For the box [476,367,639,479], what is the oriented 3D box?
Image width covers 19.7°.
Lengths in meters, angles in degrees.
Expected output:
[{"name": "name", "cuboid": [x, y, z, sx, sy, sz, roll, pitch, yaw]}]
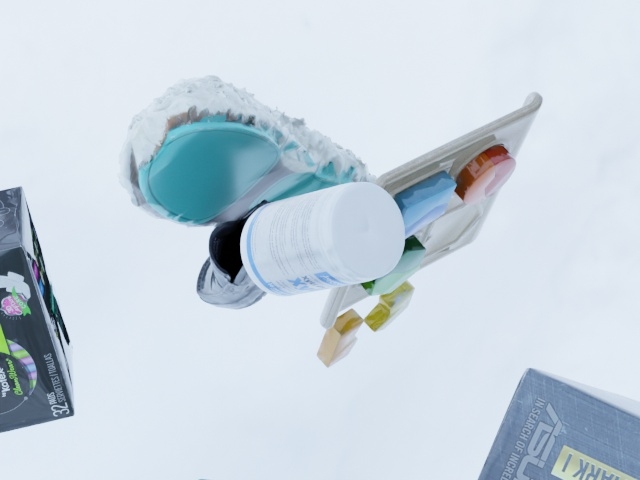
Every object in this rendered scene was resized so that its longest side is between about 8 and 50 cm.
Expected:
[{"name": "box", "cuboid": [0.174, 0.115, 0.624, 0.183, 0.233, 0.059, 23, 91, 28]}]

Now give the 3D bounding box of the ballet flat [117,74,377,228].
[{"name": "ballet flat", "cuboid": [-0.087, -0.082, 1.727, 0.147, 0.409, 0.147, -5, 78, 24]}]

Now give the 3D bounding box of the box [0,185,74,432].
[{"name": "box", "cuboid": [-0.138, 0.030, 0.739, 0.062, 0.083, 0.052, -13, 31, -1]}]

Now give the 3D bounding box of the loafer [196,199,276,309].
[{"name": "loafer", "cuboid": [-0.068, 0.008, 1.675, 0.078, 0.223, 0.076, 15, 68, -23]}]

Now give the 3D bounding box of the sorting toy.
[{"name": "sorting toy", "cuboid": [0.096, 0.006, 1.753, 0.229, 0.307, 0.041, -31, 67, -32]}]

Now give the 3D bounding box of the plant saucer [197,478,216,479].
[{"name": "plant saucer", "cuboid": [0.010, 0.198, 1.225, 0.192, 0.067, 0.018, 5, 27, 4]}]

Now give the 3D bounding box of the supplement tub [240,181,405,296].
[{"name": "supplement tub", "cuboid": [0.000, 0.000, 1.298, 0.071, 0.107, 0.071, 7, 78, -37]}]
